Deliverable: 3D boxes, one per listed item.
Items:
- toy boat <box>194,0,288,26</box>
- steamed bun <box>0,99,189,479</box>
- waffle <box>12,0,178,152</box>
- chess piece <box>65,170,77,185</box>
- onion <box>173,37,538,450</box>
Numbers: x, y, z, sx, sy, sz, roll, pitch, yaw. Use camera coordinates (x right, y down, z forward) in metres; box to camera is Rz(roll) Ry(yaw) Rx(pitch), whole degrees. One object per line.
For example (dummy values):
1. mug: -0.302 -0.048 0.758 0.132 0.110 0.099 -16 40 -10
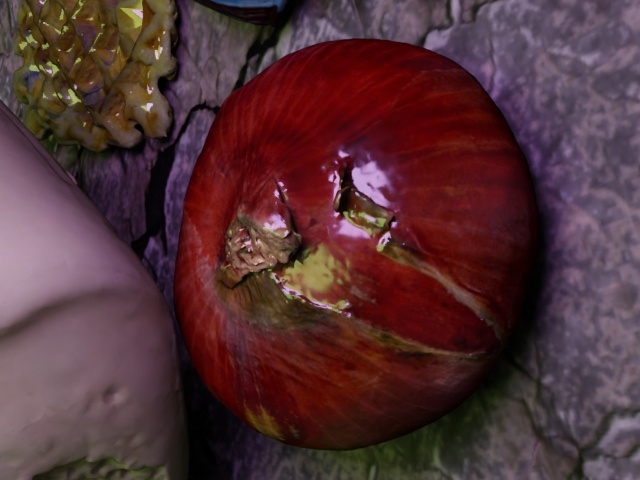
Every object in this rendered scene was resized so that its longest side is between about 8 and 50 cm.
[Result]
1. toy boat: -0.064 -0.195 0.688 0.137 0.060 0.060 40 137 39
2. steamed bun: -0.299 0.109 0.690 0.371 0.290 0.455 45 142 36
3. waffle: -0.195 -0.185 0.814 0.204 0.054 0.223 9 97 43
4. chess piece: -0.257 -0.048 0.889 0.092 0.035 0.035 7 95 46
5. onion: 0.005 0.000 0.573 0.248 0.161 0.248 -31 48 43
